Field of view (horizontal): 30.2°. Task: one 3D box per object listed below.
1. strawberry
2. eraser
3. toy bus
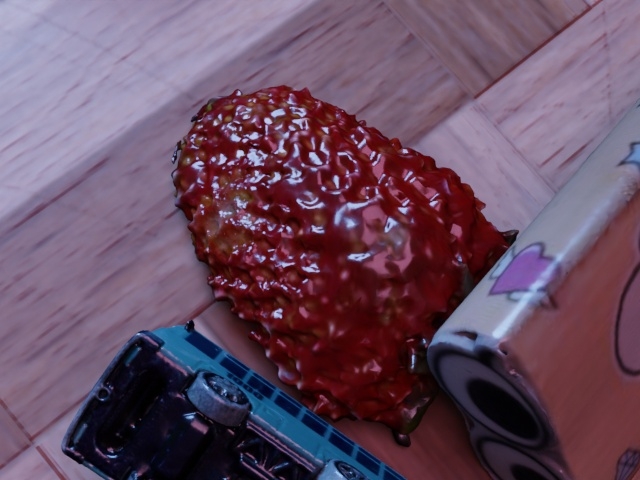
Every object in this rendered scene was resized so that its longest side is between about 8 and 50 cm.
[{"bbox_3d":[0.002,-0.001,0.641,0.208,0.087,0.167,29,70,2],"label":"strawberry"},{"bbox_3d":[0.188,0.003,0.648,0.087,0.171,0.290,22,60,44],"label":"eraser"},{"bbox_3d":[-0.038,0.112,0.591,0.160,0.092,0.079,34,97,2],"label":"toy bus"}]
